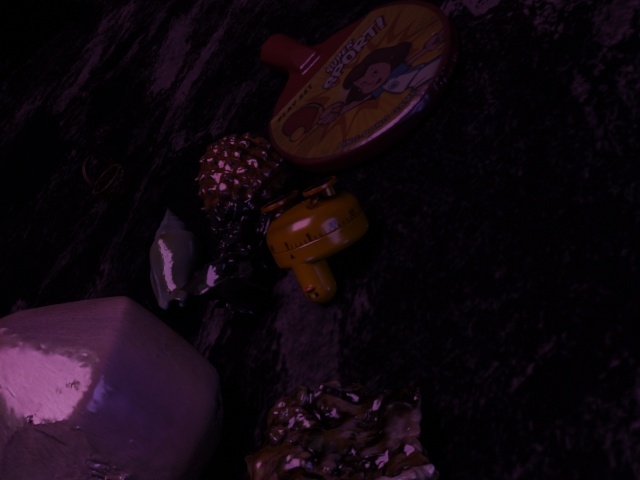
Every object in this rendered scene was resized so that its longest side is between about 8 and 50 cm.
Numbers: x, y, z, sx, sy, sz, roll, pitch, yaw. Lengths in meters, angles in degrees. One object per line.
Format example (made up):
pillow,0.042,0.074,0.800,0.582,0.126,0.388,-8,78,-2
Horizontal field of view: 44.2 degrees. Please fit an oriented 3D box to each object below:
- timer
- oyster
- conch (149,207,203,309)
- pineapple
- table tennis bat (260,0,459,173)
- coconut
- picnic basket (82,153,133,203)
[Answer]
timer,0.000,0.000,0.804,0.107,0.109,0.107,-24,10,4
oyster,-0.011,0.189,0.578,0.223,0.083,0.214,-48,17,9
conch,-0.195,0.024,1.008,0.088,0.065,0.180,-32,44,20
pineapple,-0.093,-0.013,0.904,0.119,0.111,0.237,120,156,-43
table tennis bat,0.023,-0.216,1.038,0.268,0.051,0.414,-48,35,-2
coconut,-0.219,0.157,0.734,0.224,0.234,0.224,-30,39,29
picnic basket,-0.367,-0.108,1.338,0.072,0.083,0.072,-31,34,24
